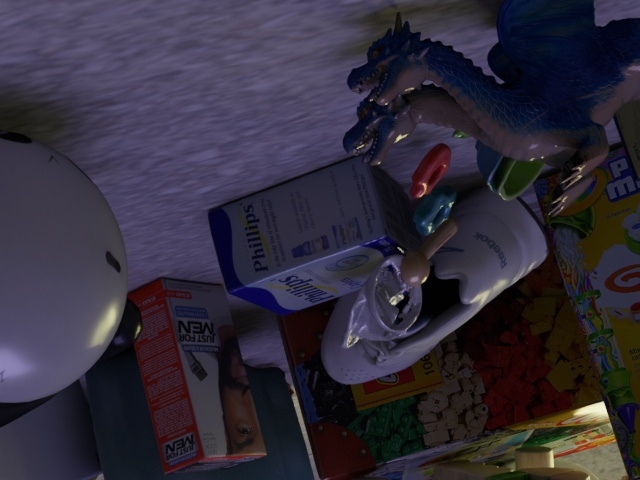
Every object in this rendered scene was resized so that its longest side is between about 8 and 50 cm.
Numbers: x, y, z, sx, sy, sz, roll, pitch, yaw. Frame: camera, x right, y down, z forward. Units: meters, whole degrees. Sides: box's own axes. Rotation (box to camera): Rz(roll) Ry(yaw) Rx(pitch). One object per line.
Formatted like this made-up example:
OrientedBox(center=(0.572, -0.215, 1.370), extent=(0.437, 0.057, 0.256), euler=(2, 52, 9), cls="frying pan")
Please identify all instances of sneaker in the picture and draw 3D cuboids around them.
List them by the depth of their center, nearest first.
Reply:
OrientedBox(center=(0.073, 0.057, 1.158), extent=(0.129, 0.111, 0.297), euler=(-38, 174, -42), cls="sneaker")

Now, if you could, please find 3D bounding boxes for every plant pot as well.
OrientedBox(center=(-0.111, 0.238, 1.314), extent=(0.196, 0.293, 0.293), euler=(-14, 163, -7), cls="plant pot")

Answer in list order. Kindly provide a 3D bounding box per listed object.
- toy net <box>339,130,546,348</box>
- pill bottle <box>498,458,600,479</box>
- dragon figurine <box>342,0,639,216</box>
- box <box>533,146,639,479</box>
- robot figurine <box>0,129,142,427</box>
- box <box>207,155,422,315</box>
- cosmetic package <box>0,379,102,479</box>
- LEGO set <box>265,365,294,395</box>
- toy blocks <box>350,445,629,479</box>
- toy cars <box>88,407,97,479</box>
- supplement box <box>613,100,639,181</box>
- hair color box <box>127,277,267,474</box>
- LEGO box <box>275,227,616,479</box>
OrientedBox(center=(0.086, -0.003, 0.953), extent=(0.232, 0.045, 0.122), euler=(-57, 158, 12), cls="toy net")
OrientedBox(center=(0.241, 0.355, 1.554), extent=(0.161, 0.161, 0.283), euler=(-10, 163, -16), cls="pill bottle")
OrientedBox(center=(0.152, -0.114, 0.764), extent=(0.289, 0.144, 0.085), euler=(-33, 163, -8), cls="dragon figurine")
OrientedBox(center=(0.382, 0.035, 1.111), extent=(0.290, 0.279, 0.177), euler=(-22, 163, 24), cls="box")
OrientedBox(center=(-0.241, 0.041, 0.785), extent=(0.278, 0.173, 0.209), euler=(-29, -178, 39), cls="robot figurine")
OrientedBox(center=(0.000, 0.000, 1.026), extent=(0.137, 0.072, 0.126), euler=(-19, 162, 15), cls="box")
OrientedBox(center=(-0.361, 0.206, 1.199), extent=(0.224, 0.138, 0.224), euler=(-19, 176, 17), cls="cosmetic package")
OrientedBox(center=(-0.113, 0.184, 1.541), extent=(0.287, 0.107, 0.132), euler=(-5, -164, -43), cls="LEGO set")
OrientedBox(center=(0.218, 0.358, 1.240), extent=(0.309, 0.260, 0.288), euler=(-4, -179, -35), cls="toy blocks")
OrientedBox(center=(-0.239, 0.265, 1.644), extent=(0.176, 0.087, 0.393), euler=(-23, 162, 26), cls="toy cars")
OrientedBox(center=(0.247, -0.098, 0.903), extent=(0.056, 0.083, 0.083), euler=(-13, 162, -7), cls="supplement box")
OrientedBox(center=(-0.113, 0.123, 1.155), extent=(0.053, 0.167, 0.093), euler=(-25, 161, 29), cls="hair color box")
OrientedBox(center=(0.187, 0.165, 1.511), extent=(0.372, 0.193, 0.500), euler=(-17, 163, 5), cls="LEGO box")
